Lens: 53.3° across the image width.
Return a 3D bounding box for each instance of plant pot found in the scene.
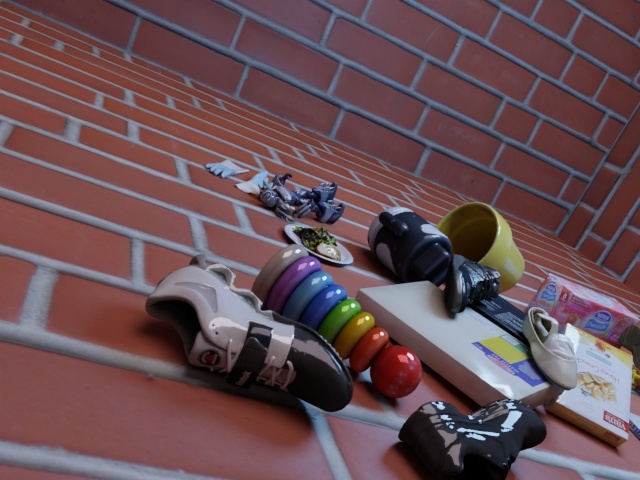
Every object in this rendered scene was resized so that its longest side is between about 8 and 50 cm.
[{"bbox_3d":[0.506,0.045,1.994,0.239,0.254,0.254,35,9,-36],"label":"plant pot"}]

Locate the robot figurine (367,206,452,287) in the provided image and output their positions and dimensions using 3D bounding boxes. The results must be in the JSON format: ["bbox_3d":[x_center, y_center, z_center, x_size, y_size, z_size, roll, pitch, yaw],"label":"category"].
[{"bbox_3d":[0.246,0.021,1.759,0.174,0.209,0.278,-10,35,-28],"label":"robot figurine"}]

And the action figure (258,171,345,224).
[{"bbox_3d":[-0.061,-0.123,1.849,0.285,0.099,0.185,3,45,-43],"label":"action figure"}]

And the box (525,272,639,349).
[{"bbox_3d":[0.829,0.235,2.018,0.300,0.154,0.142,20,17,-23],"label":"box"}]

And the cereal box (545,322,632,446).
[{"bbox_3d":[0.605,0.317,1.428,0.173,0.047,0.240,27,45,4],"label":"cereal box"}]

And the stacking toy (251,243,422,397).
[{"bbox_3d":[0.038,0.151,1.124,0.330,0.141,0.141,37,19,19],"label":"stacking toy"}]

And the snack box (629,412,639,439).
[{"bbox_3d":[0.761,0.458,1.464,0.064,0.022,0.178,23,17,-16],"label":"snack box"}]

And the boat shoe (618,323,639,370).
[{"bbox_3d":[0.965,0.330,1.854,0.089,0.104,0.285,36,17,-2],"label":"boat shoe"}]

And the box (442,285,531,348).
[{"bbox_3d":[0.429,0.213,1.564,0.261,0.103,0.184,37,24,32],"label":"box"}]

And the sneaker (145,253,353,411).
[{"bbox_3d":[-0.112,0.160,0.919,0.331,0.122,0.146,32,35,16],"label":"sneaker"}]

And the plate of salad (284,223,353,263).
[{"bbox_3d":[0.000,0.000,1.657,0.200,0.048,0.200,24,17,-8],"label":"plate of salad"}]

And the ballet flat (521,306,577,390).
[{"bbox_3d":[0.485,0.216,1.344,0.086,0.086,0.248,24,19,-10],"label":"ballet flat"}]

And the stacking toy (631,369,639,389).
[{"bbox_3d":[0.943,0.449,1.732,0.167,0.052,0.221,24,18,-1],"label":"stacking toy"}]

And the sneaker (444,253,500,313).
[{"bbox_3d":[0.356,0.107,1.477,0.130,0.087,0.227,15,21,9],"label":"sneaker"}]

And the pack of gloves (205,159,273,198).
[{"bbox_3d":[-0.231,-0.206,1.941,0.195,0.046,0.232,29,16,4],"label":"pack of gloves"}]

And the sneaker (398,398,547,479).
[{"bbox_3d":[0.257,0.326,0.992,0.286,0.109,0.130,5,32,-31],"label":"sneaker"}]

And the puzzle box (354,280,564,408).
[{"bbox_3d":[0.297,0.216,1.361,0.272,0.052,0.409,-1,28,-46],"label":"puzzle box"}]
